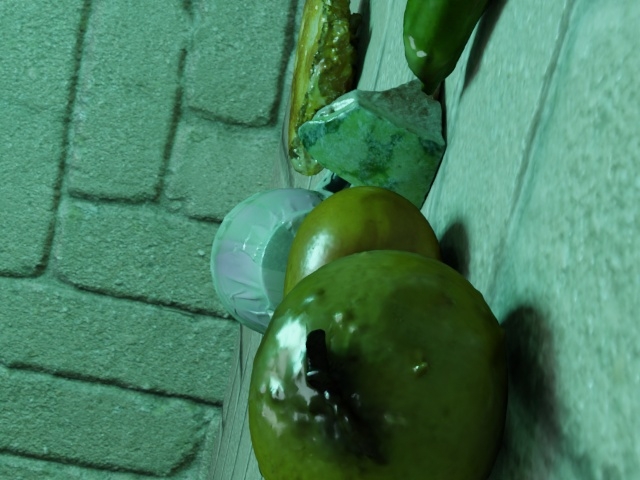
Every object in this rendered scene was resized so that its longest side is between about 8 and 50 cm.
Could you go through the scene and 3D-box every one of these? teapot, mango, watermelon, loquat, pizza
[{"bbox_3d":[0.005,0.014,1.178,0.163,0.221,0.178,63,167,-10],"label":"teapot"},{"bbox_3d":[0.029,0.057,0.897,0.151,0.120,0.221,-81,0,-45],"label":"mango"},{"bbox_3d":[0.082,-0.097,1.026,0.158,0.121,0.098,-25,-17,-41],"label":"watermelon"},{"bbox_3d":[0.035,0.092,0.677,0.204,0.149,0.172,38,-118,-82],"label":"loquat"},{"bbox_3d":[0.012,-0.264,1.662,0.226,0.086,0.335,151,129,-75],"label":"pizza"}]

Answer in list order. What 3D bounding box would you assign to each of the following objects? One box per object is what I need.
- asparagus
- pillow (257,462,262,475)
[{"bbox_3d":[0.119,-0.240,0.826,0.085,0.082,0.343,57,153,23],"label":"asparagus"},{"bbox_3d":[-0.046,0.203,1.526,0.093,0.051,0.241,156,128,-81],"label":"pillow"}]
